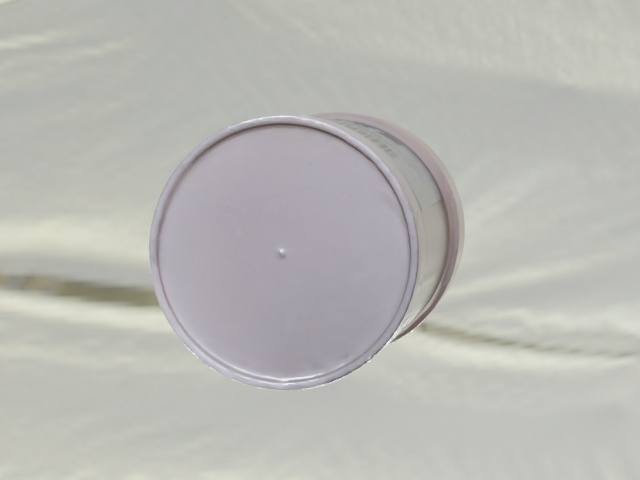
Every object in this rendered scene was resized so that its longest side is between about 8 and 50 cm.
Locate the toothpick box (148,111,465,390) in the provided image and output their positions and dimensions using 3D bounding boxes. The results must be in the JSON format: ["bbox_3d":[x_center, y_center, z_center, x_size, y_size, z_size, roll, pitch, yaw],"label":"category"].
[{"bbox_3d":[0.000,0.000,0.732,0.098,0.098,0.149,-12,2,10],"label":"toothpick box"}]

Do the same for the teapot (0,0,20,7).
[{"bbox_3d":[-0.324,-0.213,1.139,0.361,0.376,0.305,-34,-77,8],"label":"teapot"}]
